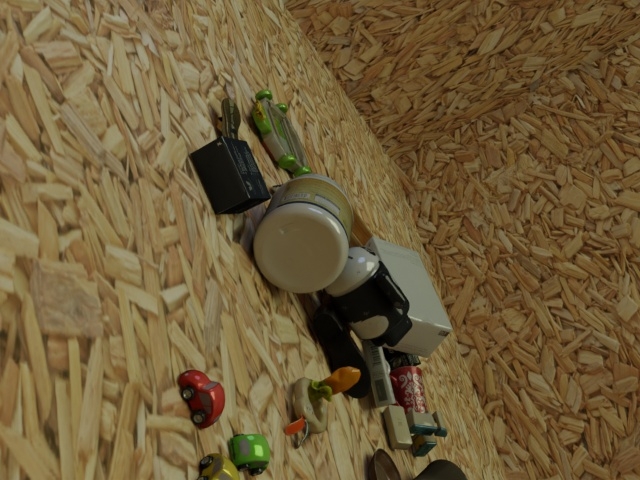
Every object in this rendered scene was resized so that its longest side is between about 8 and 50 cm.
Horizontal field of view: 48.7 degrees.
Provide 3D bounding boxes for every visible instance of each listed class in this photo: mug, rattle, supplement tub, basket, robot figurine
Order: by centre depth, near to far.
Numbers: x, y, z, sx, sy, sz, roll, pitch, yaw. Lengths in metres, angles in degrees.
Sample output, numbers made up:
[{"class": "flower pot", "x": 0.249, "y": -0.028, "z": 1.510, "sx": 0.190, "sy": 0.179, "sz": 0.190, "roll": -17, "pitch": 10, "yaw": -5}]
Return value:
[{"class": "rattle", "x": 0.011, "y": 0.354, "z": 1.509, "sx": 0.199, "sy": 0.142, "sz": 0.130, "roll": -14, "pitch": 98, "yaw": -80}, {"class": "supplement tub", "x": -0.034, "y": -0.031, "z": 1.778, "sx": 0.228, "sy": 0.228, "sz": 0.316, "roll": 60, "pitch": 17, "yaw": -17}, {"class": "robot figurine", "x": 0.127, "y": 0.147, "z": 1.867, "sx": 0.278, "sy": 0.209, "sz": 0.173, "roll": 55, "pitch": 21, "yaw": -13}, {"class": "basket", "x": 0.315, "y": 0.708, "z": 1.935, "sx": 0.227, "sy": 0.154, "sz": 0.205, "roll": 27, "pitch": 44, "yaw": -60}, {"class": "mug", "x": 0.262, "y": 0.497, "z": 2.224, "sx": 0.113, "sy": 0.150, "sz": 0.169, "roll": 106, "pitch": -21, "yaw": -54}]

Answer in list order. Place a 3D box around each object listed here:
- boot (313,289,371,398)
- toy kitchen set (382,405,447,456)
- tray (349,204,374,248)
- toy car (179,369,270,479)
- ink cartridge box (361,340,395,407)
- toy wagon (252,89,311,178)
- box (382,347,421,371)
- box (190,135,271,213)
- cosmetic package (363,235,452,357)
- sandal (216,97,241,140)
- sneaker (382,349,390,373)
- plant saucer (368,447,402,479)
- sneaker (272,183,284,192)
[{"class": "boot", "x": 0.061, "y": 0.275, "z": 1.948, "sx": 0.264, "sy": 0.096, "sz": 0.280, "roll": 55, "pitch": 9, "yaw": -5}, {"class": "toy kitchen set", "x": 0.263, "y": 0.594, "z": 2.103, "sx": 0.207, "sy": 0.166, "sz": 0.122, "roll": 12, "pitch": 42, "yaw": -23}, {"class": "tray", "x": 0.147, "y": 0.019, "z": 2.595, "sx": 0.411, "sy": 0.076, "sz": 0.203, "roll": 50, "pitch": 21, "yaw": -39}, {"class": "toy car", "x": -0.140, "y": 0.339, "z": 1.179, "sx": 0.225, "sy": 0.053, "sz": 0.239, "roll": 43, "pitch": 27, "yaw": -53}, {"class": "ink cartridge box", "x": 0.174, "y": 0.379, "z": 2.036, "sx": 0.232, "sy": 0.066, "sz": 0.189, "roll": 37, "pitch": 38, "yaw": -73}, {"class": "toy wagon", "x": -0.139, "y": -0.343, "z": 2.227, "sx": 0.344, "sy": 0.068, "sz": 0.267, "roll": 27, "pitch": 40, "yaw": -64}, {"class": "box", "x": 0.264, "y": 0.359, "z": 2.435, "sx": 0.180, "sy": 0.077, "sz": 0.147, "roll": 68, "pitch": 17, "yaw": 13}, {"class": "box", "x": -0.206, "y": -0.150, "z": 1.651, "sx": 0.156, "sy": 0.093, "sz": 0.158, "roll": 66, "pitch": 14, "yaw": 3}, {"class": "cosmetic package", "x": 0.261, "y": 0.184, "z": 2.351, "sx": 0.217, "sy": 0.156, "sz": 0.385, "roll": 19, "pitch": 34, "yaw": -26}, {"class": "sandal", "x": -0.245, "y": -0.291, "z": 1.847, "sx": 0.072, "sy": 0.049, "sz": 0.180, "roll": 26, "pitch": 56, "yaw": -58}, {"class": "sneaker", "x": 0.170, "y": 0.368, "z": 2.186, "sx": 0.058, "sy": 0.052, "sz": 0.135, "roll": 35, "pitch": 25, "yaw": -43}, {"class": "plant saucer", "x": 0.168, "y": 0.626, "z": 1.781, "sx": 0.199, "sy": 0.036, "sz": 0.199, "roll": 57, "pitch": 16, "yaw": -27}, {"class": "sneaker", "x": -0.097, "y": -0.129, "z": 2.078, "sx": 0.162, "sy": 0.063, "sz": 0.073, "roll": -16, "pitch": 98, "yaw": -70}]
